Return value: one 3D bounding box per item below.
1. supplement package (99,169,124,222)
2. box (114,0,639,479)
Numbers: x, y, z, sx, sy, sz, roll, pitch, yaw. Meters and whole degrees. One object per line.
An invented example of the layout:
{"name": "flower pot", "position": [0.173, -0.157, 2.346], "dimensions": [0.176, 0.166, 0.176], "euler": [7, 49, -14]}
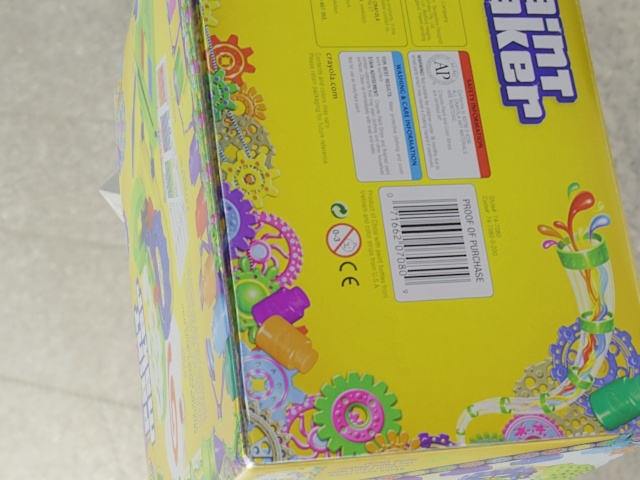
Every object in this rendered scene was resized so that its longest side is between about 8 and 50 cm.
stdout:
{"name": "supplement package", "position": [0.000, 0.000, 1.171], "dimensions": [0.198, 0.199, 0.263], "euler": [11, 142, 53]}
{"name": "box", "position": [0.005, -0.009, 0.702], "dimensions": [0.279, 0.177, 0.290], "euler": [126, 139, -66]}
